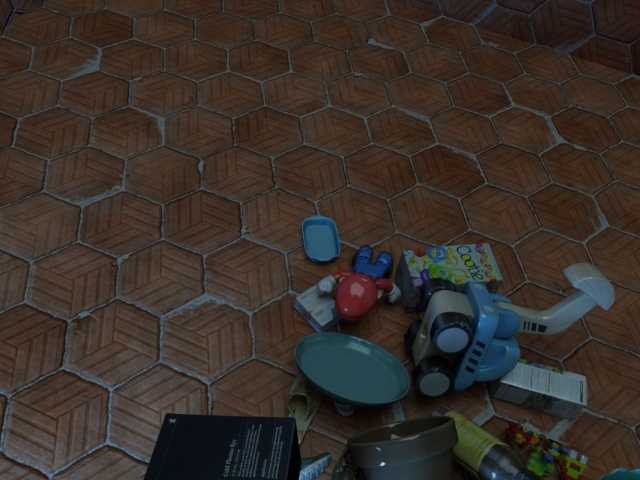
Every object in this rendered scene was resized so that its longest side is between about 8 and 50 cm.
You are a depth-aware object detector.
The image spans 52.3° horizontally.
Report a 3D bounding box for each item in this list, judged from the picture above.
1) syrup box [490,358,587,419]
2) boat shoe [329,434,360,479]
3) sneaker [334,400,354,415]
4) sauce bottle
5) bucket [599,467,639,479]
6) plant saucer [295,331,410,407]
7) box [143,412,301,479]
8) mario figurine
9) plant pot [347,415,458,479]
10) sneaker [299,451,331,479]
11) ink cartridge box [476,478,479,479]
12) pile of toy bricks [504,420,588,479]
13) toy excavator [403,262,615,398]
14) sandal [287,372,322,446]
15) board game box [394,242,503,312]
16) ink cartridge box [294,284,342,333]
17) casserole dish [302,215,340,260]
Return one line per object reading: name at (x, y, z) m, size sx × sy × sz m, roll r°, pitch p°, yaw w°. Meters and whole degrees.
syrup box at (0.600, 0.404, 1.796) m, size 0.236 × 0.093 × 0.096 m, roll 14°, pitch 50°, yaw 5°
boat shoe at (0.068, 0.562, 1.619) m, size 0.064 × 0.060 × 0.178 m, roll 20°, pitch 51°, yaw 9°
sneaker at (0.048, 0.383, 1.755) m, size 0.063 × 0.075 × 0.170 m, roll -14°, pitch 53°, yaw -18°
sauce bottle at (0.406, 0.530, 1.581) m, size 0.111 × 0.111 × 0.344 m, roll -29°, pitch 37°, yaw -27°
bucket at (0.725, 0.695, 1.514) m, size 0.281 × 0.183 × 0.281 m, roll 3°, pitch 50°, yaw -4°
plant saucer at (0.081, 0.347, 1.733) m, size 0.317 × 0.044 × 0.318 m, roll 14°, pitch 20°, yaw -5°
box at (-0.219, 0.571, 1.428) m, size 0.312 × 0.179 × 0.343 m, roll 1°, pitch 37°, yaw 7°
mario figurine at (0.115, 0.143, 1.923) m, size 0.198 × 0.170 × 0.320 m, roll -15°, pitch 18°, yaw 25°
plant pot at (0.213, 0.556, 1.534) m, size 0.263 × 0.263 × 0.229 m, roll -11°, pitch 82°, yaw -16°
sneaker at (-0.052, 0.557, 1.610) m, size 0.166 × 0.065 × 0.076 m, roll -21°, pitch 51°, yaw -25°
ink cartridge box at (0.375, 0.720, 1.526) m, size 0.175 × 0.069 × 0.371 m, roll 33°, pitch 57°, yaw 20°
pile of toy bricks at (0.561, 0.557, 1.675) m, size 0.212 × 0.118 × 0.105 m, roll 27°, pitch 79°, yaw -5°
toy excavator at (0.491, 0.225, 1.737) m, size 0.445 × 0.433 × 0.222 m, roll 11°, pitch 27°, yaw -9°
sandal at (-0.049, 0.430, 1.701) m, size 0.088 × 0.079 × 0.240 m, roll 15°, pitch 50°, yaw 5°
board game box at (0.384, 0.114, 1.976) m, size 0.275 × 0.144 × 0.142 m, roll -5°, pitch 52°, yaw -10°
ink cartridge box at (-0.005, 0.200, 1.914) m, size 0.088 × 0.052 × 0.122 m, roll -30°, pitch 62°, yaw -29°
casserole dish at (0.000, 0.000, 2.092) m, size 0.114 × 0.037 × 0.188 m, roll -2°, pitch 52°, yaw -9°
